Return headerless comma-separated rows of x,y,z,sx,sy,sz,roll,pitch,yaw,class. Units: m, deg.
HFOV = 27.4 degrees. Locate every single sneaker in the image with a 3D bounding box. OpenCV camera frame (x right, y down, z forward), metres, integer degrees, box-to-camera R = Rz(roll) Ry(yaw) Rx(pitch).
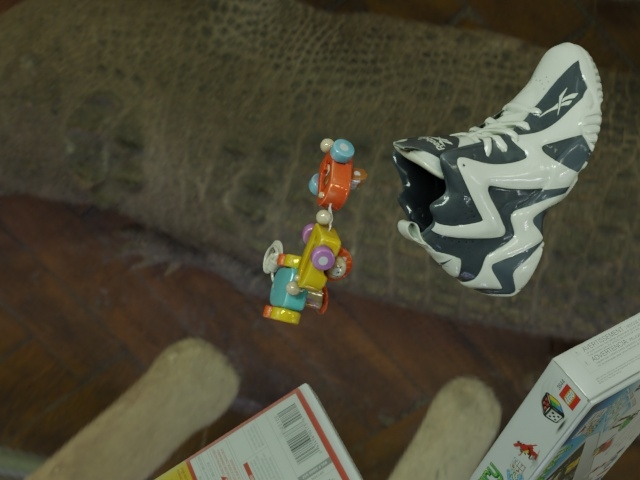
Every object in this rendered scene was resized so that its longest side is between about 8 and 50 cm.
0.140,-0.083,1.126,0.153,0.094,0.235,25,91,-28,sneaker

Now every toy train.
0.000,0.000,1.103,0.046,0.125,0.166,16,136,-16,toy train

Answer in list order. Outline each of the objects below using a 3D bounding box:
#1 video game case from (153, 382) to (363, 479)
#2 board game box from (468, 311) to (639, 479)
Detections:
-0.092,0.250,0.991,0.285,0.204,0.025,-32,129,0,video game case
0.238,0.176,1.215,0.053,0.193,0.305,52,144,24,board game box
